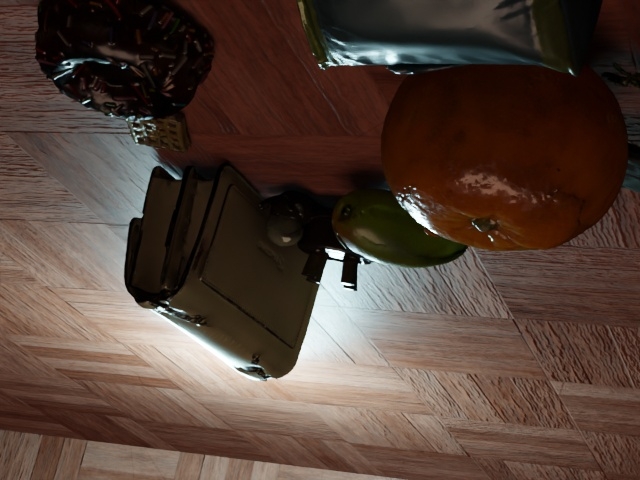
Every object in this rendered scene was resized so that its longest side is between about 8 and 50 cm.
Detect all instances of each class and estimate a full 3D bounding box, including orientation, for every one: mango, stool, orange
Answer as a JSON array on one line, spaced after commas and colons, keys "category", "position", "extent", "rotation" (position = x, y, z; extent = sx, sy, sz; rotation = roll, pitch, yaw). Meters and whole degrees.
[{"category": "mango", "position": [0.120, -0.014, 1.957], "extent": [0.232, 0.111, 0.125], "rotation": [10, -175, -30]}, {"category": "stool", "position": [0.000, 0.000, 2.040], "extent": [0.217, 0.121, 0.125], "rotation": [19, 171, -21]}, {"category": "orange", "position": [0.210, -0.110, 1.509], "extent": [0.283, 0.226, 0.284], "rotation": [9, 163, 3]}]

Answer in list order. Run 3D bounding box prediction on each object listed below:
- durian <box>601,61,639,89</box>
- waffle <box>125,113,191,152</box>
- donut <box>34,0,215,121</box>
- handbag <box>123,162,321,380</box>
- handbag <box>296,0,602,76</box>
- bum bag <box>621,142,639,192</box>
[{"category": "durian", "position": [0.417, -0.153, 1.500], "extent": [0.215, 0.086, 0.100], "rotation": [24, 170, -35]}, {"category": "waffle", "position": [-0.235, -0.167, 1.893], "extent": [0.092, 0.021, 0.135], "rotation": [13, 159, 4]}, {"category": "donut", "position": [-0.254, -0.229, 1.662], "extent": [0.235, 0.089, 0.235], "rotation": [13, 158, 5]}, {"category": "handbag", "position": [-0.152, 0.057, 2.106], "extent": [0.160, 0.237, 0.358], "rotation": [-2, 154, 29]}, {"category": "handbag", "position": [0.117, -0.268, 1.130], "extent": [0.241, 0.263, 0.222], "rotation": [5, 143, 23]}, {"category": "bum bag", "position": [0.487, -0.076, 1.617], "extent": [0.326, 0.080, 0.142], "rotation": [7, 172, 19]}]
